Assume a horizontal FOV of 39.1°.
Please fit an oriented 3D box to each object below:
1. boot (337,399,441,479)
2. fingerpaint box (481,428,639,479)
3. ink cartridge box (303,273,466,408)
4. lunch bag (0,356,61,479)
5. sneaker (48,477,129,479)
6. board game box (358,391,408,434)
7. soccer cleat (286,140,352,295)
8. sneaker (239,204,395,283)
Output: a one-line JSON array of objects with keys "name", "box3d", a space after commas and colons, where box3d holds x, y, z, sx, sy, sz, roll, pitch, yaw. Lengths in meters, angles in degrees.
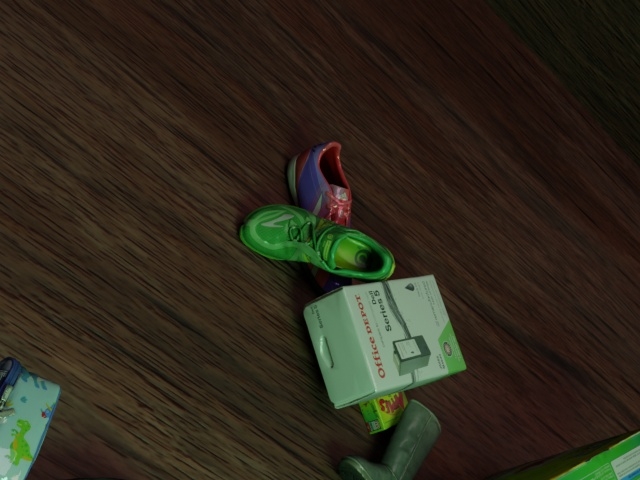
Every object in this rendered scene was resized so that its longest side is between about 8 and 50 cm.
[{"name": "boot", "box3d": [0.133, 0.377, 1.634, 0.208, 0.076, 0.189, -53, 130, -26]}, {"name": "fingerpaint box", "box3d": [0.378, 0.505, 1.626, 0.445, 0.371, 0.163, -6, 71, -48]}, {"name": "ink cartridge box", "box3d": [0.122, 0.182, 1.675, 0.273, 0.115, 0.198, -5, 72, -46]}, {"name": "lunch bag", "box3d": [-0.412, 0.250, 1.083, 0.090, 0.219, 0.176, 36, 47, -25]}, {"name": "sneaker", "box3d": [-0.201, 0.433, 1.206, 0.483, 0.202, 0.185, 24, 53, -35]}, {"name": "board game box", "box3d": [0.105, 0.269, 1.732, 0.092, 0.043, 0.181, -11, 76, -48]}, {"name": "soccer cleat", "box3d": [0.016, -0.042, 1.762, 0.109, 0.116, 0.318, 8, 62, -43]}, {"name": "sneaker", "box3d": [0.000, 0.000, 1.653, 0.295, 0.123, 0.109, 15, 83, -3]}]
